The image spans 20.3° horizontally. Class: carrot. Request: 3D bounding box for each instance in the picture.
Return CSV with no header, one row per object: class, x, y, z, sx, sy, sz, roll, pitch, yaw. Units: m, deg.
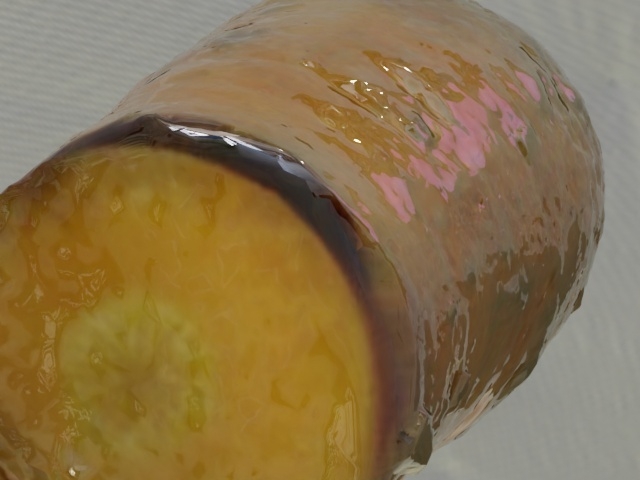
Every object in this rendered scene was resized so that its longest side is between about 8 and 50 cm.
carrot,0.000,0.000,0.798,0.341,0.224,0.224,-36,-40,-66
